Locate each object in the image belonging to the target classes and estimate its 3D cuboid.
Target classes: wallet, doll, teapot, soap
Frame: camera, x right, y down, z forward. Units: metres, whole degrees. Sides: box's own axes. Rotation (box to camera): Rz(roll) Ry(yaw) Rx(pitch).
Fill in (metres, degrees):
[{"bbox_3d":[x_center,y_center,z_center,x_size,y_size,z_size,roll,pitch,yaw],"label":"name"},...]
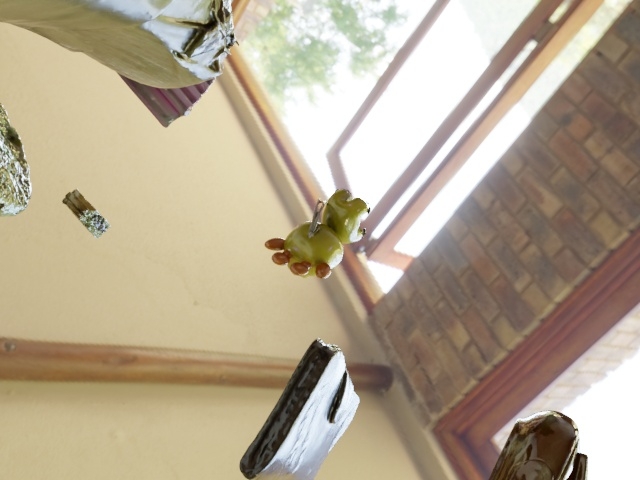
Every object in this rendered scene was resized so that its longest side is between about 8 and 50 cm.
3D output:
[{"bbox_3d":[-0.013,0.225,0.849,0.042,0.165,0.309,30,163,19],"label":"wallet"},{"bbox_3d":[0.000,0.000,1.372,0.143,0.135,0.221,32,-135,23],"label":"doll"},{"bbox_3d":[0.177,0.201,0.575,0.078,0.129,0.098,25,-174,21],"label":"teapot"},{"bbox_3d":[-0.257,-0.282,1.069,0.203,0.065,0.122,52,-143,-23],"label":"soap"}]

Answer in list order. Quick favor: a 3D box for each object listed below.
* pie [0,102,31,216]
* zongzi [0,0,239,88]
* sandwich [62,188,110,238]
[{"bbox_3d":[-0.634,-0.172,1.357,0.078,0.277,0.277,-18,-136,-2],"label":"pie"},{"bbox_3d":[-0.154,-0.135,0.408,0.274,0.145,0.300,59,-150,-51],"label":"zongzi"},{"bbox_3d":[-0.403,-0.047,1.227,0.093,0.036,0.105,50,168,-11],"label":"sandwich"}]
